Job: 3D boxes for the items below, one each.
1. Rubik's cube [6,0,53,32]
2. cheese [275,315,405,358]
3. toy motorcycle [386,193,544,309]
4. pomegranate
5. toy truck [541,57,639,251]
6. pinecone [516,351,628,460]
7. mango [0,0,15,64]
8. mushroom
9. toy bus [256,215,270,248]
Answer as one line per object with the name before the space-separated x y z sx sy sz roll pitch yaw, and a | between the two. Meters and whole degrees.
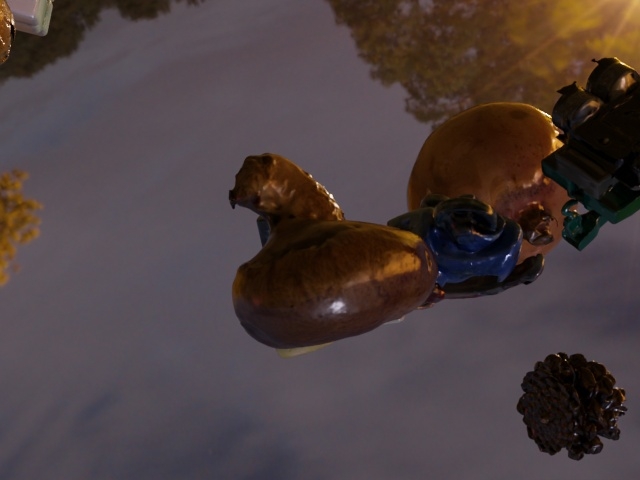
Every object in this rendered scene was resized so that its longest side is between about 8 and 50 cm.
Rubik's cube | -0.700 -0.626 1.683 0.319 0.321 0.316 12 -175 -17
cheese | 0.021 0.139 1.381 0.256 0.050 0.127 -10 -148 24
toy motorcycle | 0.218 0.009 1.365 0.241 0.181 0.319 -4 168 -36
pomegranate | 0.330 -0.087 1.526 0.338 0.338 0.338 -17 -155 8
toy truck | 0.436 -0.147 1.021 0.363 0.178 0.176 -37 -129 -8
pinecone | 0.326 0.208 1.050 0.121 0.140 0.140 -1 -165 -27
mango | -0.560 -0.326 1.157 0.156 0.249 0.151 -35 -139 44
mushroom | 0.012 0.030 0.985 0.267 0.254 0.267 -3 -161 1
toy bus | -0.073 0.024 1.473 0.047 0.165 0.065 1 -154 25
